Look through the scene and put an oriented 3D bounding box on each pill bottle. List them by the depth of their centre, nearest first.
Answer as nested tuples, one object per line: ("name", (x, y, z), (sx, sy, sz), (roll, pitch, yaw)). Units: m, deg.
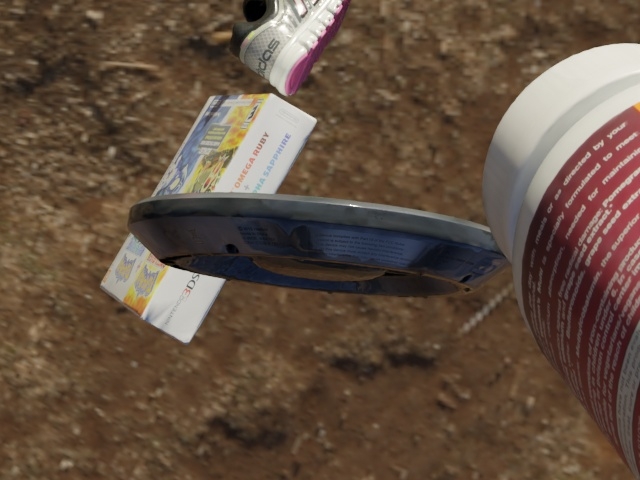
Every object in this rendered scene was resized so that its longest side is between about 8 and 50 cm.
("pill bottle", (0.132, 0.018, 0.481), (0.121, 0.221, 0.121), (-6, 116, -12))

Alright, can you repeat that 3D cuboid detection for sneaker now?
("sneaker", (-0.021, -0.188, 1.240), (0.075, 0.063, 0.170), (27, 49, 3))

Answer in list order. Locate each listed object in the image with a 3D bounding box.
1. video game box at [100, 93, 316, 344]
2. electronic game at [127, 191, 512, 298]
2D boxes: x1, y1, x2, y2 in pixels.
("video game box", (-0.092, -0.023, 1.176), (0.048, 0.205, 0.187), (29, 86, -17))
("electronic game", (0.000, 0.000, 0.914), (0.229, 0.229, 0.048), (11, 82, -37))
